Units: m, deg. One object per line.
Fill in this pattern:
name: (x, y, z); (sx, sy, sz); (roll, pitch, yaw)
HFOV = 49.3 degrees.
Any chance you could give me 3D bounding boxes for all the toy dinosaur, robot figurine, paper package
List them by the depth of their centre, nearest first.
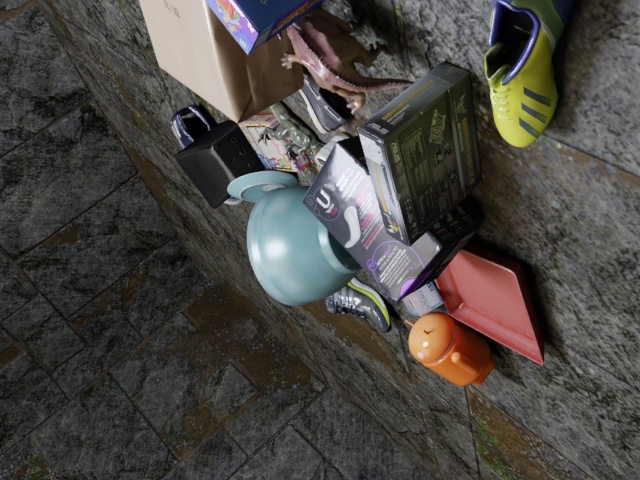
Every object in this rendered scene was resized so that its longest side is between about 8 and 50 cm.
toy dinosaur: (-0.004, -0.299, 1.072); (0.296, 0.127, 0.200); (42, -167, 17)
paper package: (-0.193, -0.420, 1.257); (0.325, 0.168, 0.309); (39, 149, 41)
robot figurine: (0.287, 0.241, 1.559); (0.219, 0.158, 0.128); (34, 130, -22)
toy dinosaur: (-0.079, -0.245, 1.603); (0.268, 0.064, 0.118); (45, 139, 5)

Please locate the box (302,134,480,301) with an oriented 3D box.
box: (0.125, -0.050, 1.281); (0.270, 0.143, 0.165); (47, 131, 17)

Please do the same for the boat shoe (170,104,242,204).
boat shoe: (-0.338, -0.256, 2.118); (0.340, 0.127, 0.158); (53, 170, -8)

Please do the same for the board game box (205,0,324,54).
board game box: (-0.114, -0.469, 0.965); (0.347, 0.233, 0.078); (52, 162, -5)

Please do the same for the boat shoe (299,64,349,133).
boat shoe: (-0.007, -0.307, 1.352); (0.065, 0.075, 0.206); (-13, 119, 31)

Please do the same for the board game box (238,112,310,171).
board game box: (-0.120, -0.245, 1.750); (0.146, 0.045, 0.193); (58, 161, -23)

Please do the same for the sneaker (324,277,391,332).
sneaker: (0.083, 0.176, 1.991); (0.300, 0.121, 0.111); (38, 159, 34)

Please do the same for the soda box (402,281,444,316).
soda box: (0.225, 0.130, 1.567); (0.058, 0.063, 0.183); (59, 178, 4)

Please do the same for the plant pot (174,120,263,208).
plant pot: (-0.254, -0.224, 1.921); (0.187, 0.188, 0.167); (54, 151, -13)

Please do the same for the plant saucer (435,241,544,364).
plant saucer: (0.322, 0.096, 1.367); (0.259, 0.048, 0.258); (27, 151, 50)

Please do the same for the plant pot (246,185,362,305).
plant pot: (0.000, 0.000, 1.639); (0.196, 0.293, 0.293); (-11, 121, 41)

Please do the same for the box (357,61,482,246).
box: (0.161, -0.128, 1.076); (0.056, 0.183, 0.231); (34, 157, 38)

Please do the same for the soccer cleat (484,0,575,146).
soccer cleat: (0.232, -0.207, 0.840); (0.093, 0.121, 0.289); (40, 160, 27)

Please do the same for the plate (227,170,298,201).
plate: (-0.152, -0.136, 1.853); (0.188, 0.188, 0.024); (108, 155, -70)

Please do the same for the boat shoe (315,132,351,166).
boat shoe: (0.094, -0.091, 1.458); (0.277, 0.096, 0.098); (49, 162, 2)
